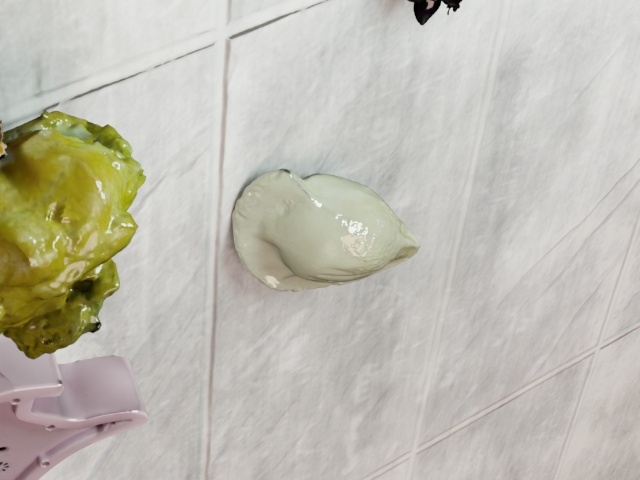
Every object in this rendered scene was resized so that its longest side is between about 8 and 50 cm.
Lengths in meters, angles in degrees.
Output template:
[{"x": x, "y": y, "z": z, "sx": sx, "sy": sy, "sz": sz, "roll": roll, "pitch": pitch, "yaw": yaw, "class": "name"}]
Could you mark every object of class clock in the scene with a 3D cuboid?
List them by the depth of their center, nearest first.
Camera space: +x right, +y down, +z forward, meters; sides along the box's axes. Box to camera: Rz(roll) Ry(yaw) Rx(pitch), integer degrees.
[{"x": -0.323, "y": 0.202, "z": 1.598, "sx": 0.290, "sy": 0.080, "sz": 0.275, "roll": -17, "pitch": 143, "yaw": -6, "class": "clock"}]

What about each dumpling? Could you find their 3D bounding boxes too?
[{"x": 0.003, "y": 0.001, "z": 1.774, "sx": 0.166, "sy": 0.126, "sz": 0.216, "roll": -43, "pitch": 155, "yaw": 30, "class": "dumpling"}]

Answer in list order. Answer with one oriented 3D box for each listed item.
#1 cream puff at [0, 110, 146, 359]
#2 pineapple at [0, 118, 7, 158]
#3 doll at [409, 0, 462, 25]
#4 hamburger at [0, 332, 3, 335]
[{"x": -0.257, "y": 0.006, "z": 1.332, "sx": 0.282, "sy": 0.185, "sz": 0.282, "roll": -27, "pitch": -170, "yaw": 5, "class": "cream puff"}, {"x": -0.364, "y": -0.154, "z": 1.113, "sx": 0.263, "sy": 0.262, "sz": 0.271, "roll": -24, "pitch": 131, "yaw": -29, "class": "pineapple"}, {"x": 0.100, "y": -0.304, "z": 1.572, "sx": 0.091, "sy": 0.067, "sz": 0.219, "roll": -38, "pitch": 142, "yaw": -3, "class": "doll"}, {"x": -0.294, "y": 0.044, "z": 1.540, "sx": 0.133, "sy": 0.062, "sz": 0.140, "roll": -36, "pitch": 150, "yaw": -9, "class": "hamburger"}]
